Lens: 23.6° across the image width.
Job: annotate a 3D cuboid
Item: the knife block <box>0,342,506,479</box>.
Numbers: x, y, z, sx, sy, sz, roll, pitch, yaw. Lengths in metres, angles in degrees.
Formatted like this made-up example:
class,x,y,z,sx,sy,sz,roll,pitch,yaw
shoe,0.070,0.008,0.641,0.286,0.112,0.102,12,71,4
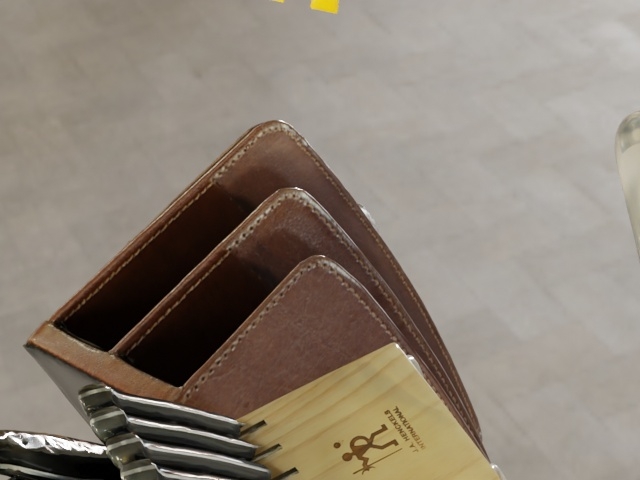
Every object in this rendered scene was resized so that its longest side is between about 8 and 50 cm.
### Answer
class,x,y,z,sx,sy,sz,roll,pitch,yaw
knife block,-0.043,0.159,0.618,0.242,0.276,0.088,-26,48,-12

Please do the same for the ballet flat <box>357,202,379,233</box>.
class,x,y,z,sx,sy,sz,roll,pitch,yaw
ballet flat,0.000,0.000,1.080,0.084,0.250,0.058,-27,74,1

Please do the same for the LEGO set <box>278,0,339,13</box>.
class,x,y,z,sx,sy,sz,roll,pitch,yaw
LEGO set,-0.038,-0.222,1.041,0.227,0.093,0.087,10,41,-6

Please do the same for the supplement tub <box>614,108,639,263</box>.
class,x,y,z,sx,sy,sz,roll,pitch,yaw
supplement tub,0.360,-0.028,0.966,0.316,0.194,0.194,-16,32,16

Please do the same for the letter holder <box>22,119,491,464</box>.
class,x,y,z,sx,sy,sz,roll,pitch,yaw
letter holder,0.021,0.105,0.881,0.214,0.302,0.152,-45,33,-20
